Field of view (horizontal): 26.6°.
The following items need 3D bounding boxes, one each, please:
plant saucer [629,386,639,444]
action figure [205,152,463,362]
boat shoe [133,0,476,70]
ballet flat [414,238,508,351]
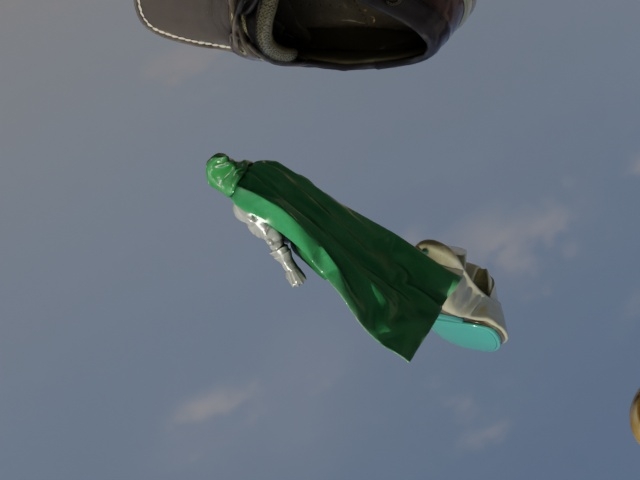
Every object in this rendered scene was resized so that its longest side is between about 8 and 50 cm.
[{"bbox_3d":[0.301,0.143,1.153,0.083,0.015,0.083,-18,-126,26],"label":"plant saucer"},{"bbox_3d":[0.000,0.000,1.138,0.063,0.232,0.137,-53,179,36],"label":"action figure"},{"bbox_3d":[-0.027,-0.180,1.035,0.285,0.103,0.092,7,-139,22],"label":"boat shoe"},{"bbox_3d":[0.134,0.051,1.317,0.086,0.086,0.248,-21,161,15],"label":"ballet flat"}]
